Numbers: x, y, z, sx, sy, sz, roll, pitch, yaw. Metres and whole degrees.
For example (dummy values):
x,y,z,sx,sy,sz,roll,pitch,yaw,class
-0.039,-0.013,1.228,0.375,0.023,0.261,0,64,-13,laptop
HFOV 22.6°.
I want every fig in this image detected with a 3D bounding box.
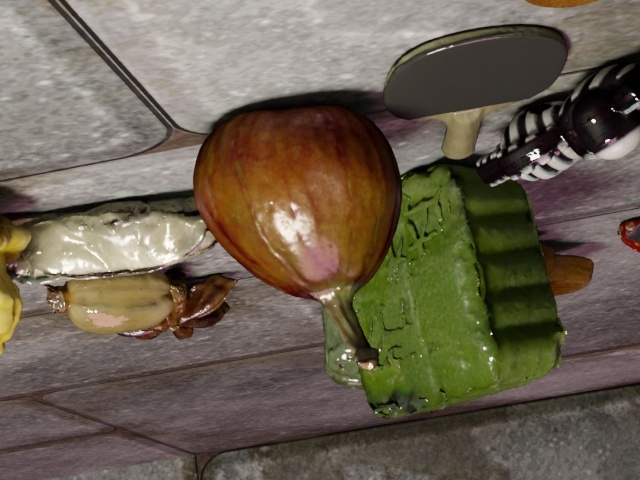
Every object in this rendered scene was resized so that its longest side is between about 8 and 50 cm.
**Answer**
x,y,z,sx,sy,sz,roll,pitch,yaw,class
-0.001,-0.021,1.242,0.149,0.202,0.148,-40,-165,-24,fig

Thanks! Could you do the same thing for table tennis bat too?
x,y,z,sx,sy,sz,roll,pitch,yaw,class
0.116,-0.110,1.235,0.138,0.022,0.246,-9,165,-1,table tennis bat

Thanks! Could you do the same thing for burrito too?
x,y,z,sx,sy,sz,roll,pitch,yaw,class
-0.178,-0.004,1.406,0.230,0.063,0.058,-6,138,-1,burrito

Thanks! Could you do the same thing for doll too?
x,y,z,sx,sy,sz,roll,pitch,yaw,class
0.207,-0.091,1.266,0.091,0.067,0.219,-34,-177,-37,doll

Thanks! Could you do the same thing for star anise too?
x,y,z,sx,sy,sz,roll,pitch,yaw,class
-0.166,0.074,1.735,0.168,0.057,0.168,-7,167,-2,star anise

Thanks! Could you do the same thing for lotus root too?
x,y,z,sx,sy,sz,roll,pitch,yaw,class
-0.209,0.058,1.611,0.150,0.073,0.062,-1,176,-24,lotus root

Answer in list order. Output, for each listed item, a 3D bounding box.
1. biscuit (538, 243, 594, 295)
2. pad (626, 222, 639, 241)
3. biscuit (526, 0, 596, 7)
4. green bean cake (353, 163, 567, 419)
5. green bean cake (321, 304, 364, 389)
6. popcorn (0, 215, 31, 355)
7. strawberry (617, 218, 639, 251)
x,y,z,sx,sy,sz,roll,pitch,yaw,class
0.160,0.035,1.799,0.278,0.043,0.301,-9,164,15,biscuit
0.427,-0.014,1.678,0.193,0.004,0.116,16,135,-28,pad
0.157,-0.184,0.937,0.138,0.031,0.205,-8,166,1,biscuit
0.111,0.047,1.470,0.113,0.214,0.200,-2,166,-39,green bean cake
0.112,0.094,1.700,0.223,0.125,0.227,-5,169,5,green bean cake
-0.324,0.039,1.317,0.180,0.170,0.180,1,151,1,popcorn
0.436,0.017,1.803,0.208,0.087,0.167,-6,168,-3,strawberry
